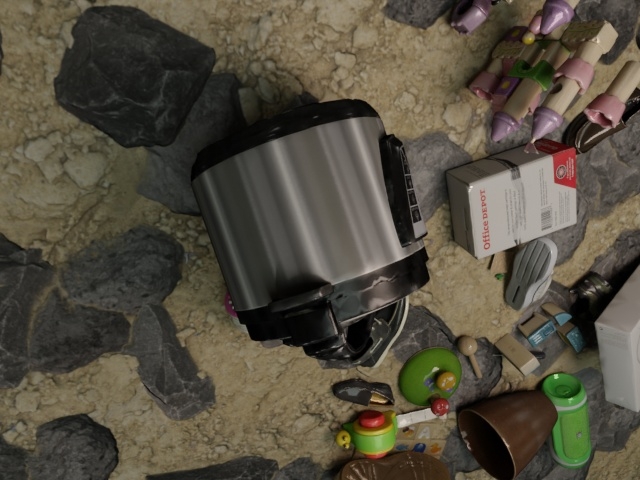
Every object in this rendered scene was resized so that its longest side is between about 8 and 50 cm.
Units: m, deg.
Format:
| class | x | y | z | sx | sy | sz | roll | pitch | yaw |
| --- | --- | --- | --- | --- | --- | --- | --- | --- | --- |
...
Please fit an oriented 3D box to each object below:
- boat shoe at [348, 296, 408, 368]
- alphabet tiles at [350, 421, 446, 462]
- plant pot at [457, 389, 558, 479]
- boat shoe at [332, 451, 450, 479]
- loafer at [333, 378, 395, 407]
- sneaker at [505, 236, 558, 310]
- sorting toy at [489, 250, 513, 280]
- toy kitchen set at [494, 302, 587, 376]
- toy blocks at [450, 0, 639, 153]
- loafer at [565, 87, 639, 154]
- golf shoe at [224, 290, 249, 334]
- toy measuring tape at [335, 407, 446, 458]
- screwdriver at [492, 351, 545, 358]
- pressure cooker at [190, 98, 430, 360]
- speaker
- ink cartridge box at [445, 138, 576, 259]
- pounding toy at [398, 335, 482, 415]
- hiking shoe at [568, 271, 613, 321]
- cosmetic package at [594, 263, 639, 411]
| class | x | y | z | sx | sy | sz | roll | pitch | yaw |
| --- | --- | --- | --- | --- | --- | --- | --- | --- | --- |
| boat shoe | 0.145 | 0.213 | 1.317 | 0.079 | 0.084 | 0.233 | 18 | 109 | -23 |
| alphabet tiles | 0.211 | 0.671 | 1.571 | 0.285 | 0.011 | 0.342 | 9 | 109 | -20 |
| plant pot | 0.551 | 0.524 | 1.518 | 0.230 | 0.215 | 0.215 | -23 | 117 | -21 |
| boat shoe | 0.200 | 0.666 | 1.508 | 0.341 | 0.121 | 0.110 | 9 | 146 | -17 |
| loafer | 0.117 | 0.404 | 1.401 | 0.170 | 0.061 | 0.062 | 6 | 111 | -18 |
| sneaker | 0.543 | 0.074 | 1.354 | 0.091 | 0.094 | 0.258 | -26 | 147 | -22 |
| sorting toy | 0.465 | 0.067 | 1.391 | 0.062 | 0.012 | 0.083 | 4 | 107 | -24 |
| toy kitchen set | 0.627 | 0.300 | 1.476 | 0.207 | 0.122 | 0.166 | -40 | 117 | 3 |
| toy blocks | 0.390 | -0.313 | 1.053 | 0.309 | 0.288 | 0.260 | 32 | 95 | -29 |
| loafer | 0.679 | -0.286 | 1.269 | 0.220 | 0.078 | 0.080 | -45 | 117 | 5 |
| golf shoe | -0.064 | 0.123 | 1.218 | 0.306 | 0.115 | 0.140 | -16 | 141 | -13 |
| toy measuring tape | 0.202 | 0.506 | 1.433 | 0.330 | 0.121 | 0.121 | -7 | 114 | -12 |
| screwdriver | 0.566 | 0.330 | 1.532 | 0.170 | 0.024 | 0.025 | 1 | 141 | -10 |
| pressure cooker | -0.005 | 0.002 | 0.969 | 0.370 | 0.375 | 0.420 | -18 | 90 | -31 |
| speaker | 0.740 | 0.546 | 1.613 | 0.131 | 0.131 | 0.296 | -22 | 117 | -7 |
| ink cartridge box | 0.448 | -0.099 | 1.258 | 0.273 | 0.114 | 0.197 | -19 | 117 | -10 |
| pounding toy | 0.337 | 0.378 | 1.429 | 0.237 | 0.110 | 0.182 | -25 | 117 | -5 |
| hiking shoe | 0.771 | 0.195 | 1.510 | 0.114 | 0.086 | 0.226 | -28 | 112 | 10 |
| cosmetic package | 0.893 | 0.231 | 1.464 | 0.377 | 0.097 | 0.284 | -38 | 123 | -27 |
